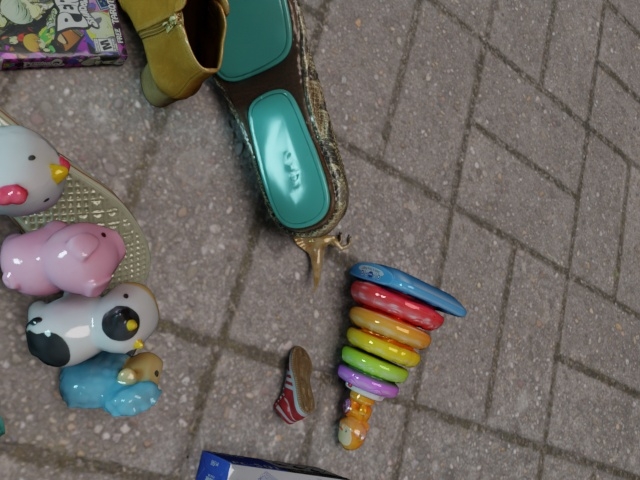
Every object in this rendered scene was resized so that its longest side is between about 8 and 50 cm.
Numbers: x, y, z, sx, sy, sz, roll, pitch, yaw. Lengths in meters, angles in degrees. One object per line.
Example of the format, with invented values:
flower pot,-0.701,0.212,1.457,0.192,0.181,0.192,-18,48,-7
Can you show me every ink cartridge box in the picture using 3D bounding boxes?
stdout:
ink cartridge box,-0.066,0.351,0.866,0.207,0.097,0.046,21,73,-30

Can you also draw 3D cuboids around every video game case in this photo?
video game case,-0.384,-0.342,0.776,0.210,0.042,0.232,-14,92,-33

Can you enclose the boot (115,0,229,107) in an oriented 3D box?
boot,-0.201,-0.338,0.797,0.104,0.211,0.295,-12,90,-35

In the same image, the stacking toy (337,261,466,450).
stacking toy,0.092,0.200,0.982,0.165,0.175,0.302,25,84,-29

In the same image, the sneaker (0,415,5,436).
sneaker,-0.417,0.239,0.604,0.178,0.124,0.295,-9,67,-34

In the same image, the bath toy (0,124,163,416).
bath toy,-0.281,0.041,0.668,0.151,0.129,0.348,-25,121,-21

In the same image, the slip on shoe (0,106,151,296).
slip on shoe,-0.338,-0.052,0.735,0.123,0.101,0.331,-46,123,-7

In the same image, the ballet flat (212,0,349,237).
ballet flat,-0.068,-0.240,0.912,0.182,0.164,0.483,-37,109,-72

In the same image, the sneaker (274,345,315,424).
sneaker,-0.044,0.230,0.938,0.042,0.067,0.118,20,43,-28

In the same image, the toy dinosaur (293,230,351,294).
toy dinosaur,0.000,0.000,0.997,0.092,0.053,0.183,-5,79,-19
